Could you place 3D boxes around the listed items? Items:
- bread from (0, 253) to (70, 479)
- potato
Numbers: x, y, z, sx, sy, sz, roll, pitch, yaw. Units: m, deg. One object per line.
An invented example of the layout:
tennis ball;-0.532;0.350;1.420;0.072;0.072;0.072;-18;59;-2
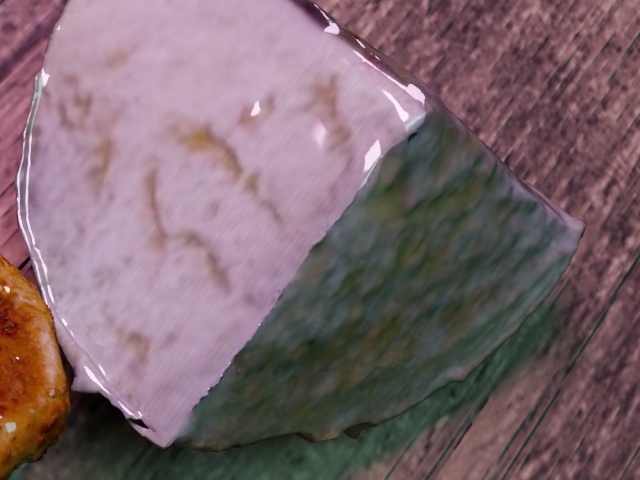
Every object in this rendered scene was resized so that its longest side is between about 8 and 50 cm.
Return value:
bread;-0.202;0.061;0.736;0.193;0.064;0.193;9;46;-9
potato;-0.023;-0.012;0.894;0.211;0.189;0.264;-56;150;4
